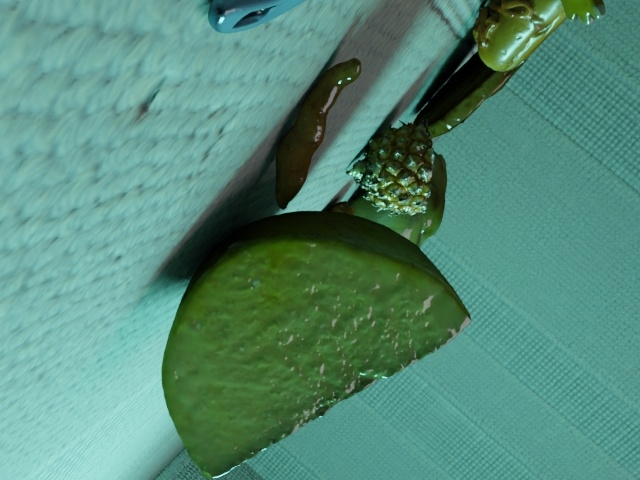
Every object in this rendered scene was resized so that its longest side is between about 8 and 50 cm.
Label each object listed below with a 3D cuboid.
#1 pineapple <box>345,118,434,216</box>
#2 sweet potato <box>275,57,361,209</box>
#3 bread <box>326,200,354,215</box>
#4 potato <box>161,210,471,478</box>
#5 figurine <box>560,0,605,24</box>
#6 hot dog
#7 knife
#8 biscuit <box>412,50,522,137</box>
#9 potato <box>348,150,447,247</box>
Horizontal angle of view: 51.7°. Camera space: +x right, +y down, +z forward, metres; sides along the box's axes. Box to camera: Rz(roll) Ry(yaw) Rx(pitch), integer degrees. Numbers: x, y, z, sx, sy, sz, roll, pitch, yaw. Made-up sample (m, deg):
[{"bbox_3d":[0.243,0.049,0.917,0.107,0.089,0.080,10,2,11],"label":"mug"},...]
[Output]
[{"bbox_3d":[0.111,-0.123,1.156,0.176,0.136,0.162,109,-22,-62],"label":"pineapple"},{"bbox_3d":[-0.013,-0.098,0.623,0.044,0.044,0.179,-43,165,-50],"label":"sweet potato"},{"bbox_3d":[0.000,0.000,1.337,0.193,0.064,0.193,-54,180,0],"label":"bread"},{"bbox_3d":[-0.041,0.050,0.771,0.330,0.213,0.280,-28,-161,-4],"label":"potato"},{"bbox_3d":[0.361,-0.351,0.496,0.387,0.268,0.401,-33,171,-1],"label":"figurine"},{"bbox_3d":[0.356,-0.418,1.026,0.349,0.117,0.158,-45,-152,52],"label":"hot dog"},{"bbox_3d":[0.017,-0.178,0.443,0.044,0.019,0.313,-44,180,41],"label":"knife"},{"bbox_3d":[0.312,-0.323,1.319,0.359,0.046,0.359,-43,-169,10],"label":"biscuit"},{"bbox_3d":[0.191,-0.087,1.576,0.351,0.202,0.218,-53,138,-22],"label":"potato"}]
